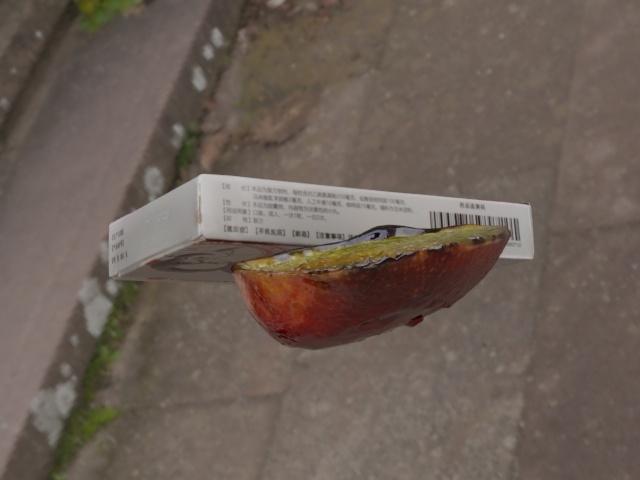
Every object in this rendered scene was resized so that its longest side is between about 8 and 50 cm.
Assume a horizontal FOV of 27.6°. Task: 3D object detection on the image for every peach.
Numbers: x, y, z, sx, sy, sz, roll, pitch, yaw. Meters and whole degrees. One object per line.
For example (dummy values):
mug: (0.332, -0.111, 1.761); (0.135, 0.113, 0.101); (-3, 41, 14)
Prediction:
peach: (0.037, 0.030, 0.855); (0.189, 0.068, 0.279); (-13, 3, 3)

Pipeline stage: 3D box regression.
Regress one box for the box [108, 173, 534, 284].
box: (0.000, 0.000, 1.248); (0.214, 0.353, 0.069); (-20, 68, 58)
